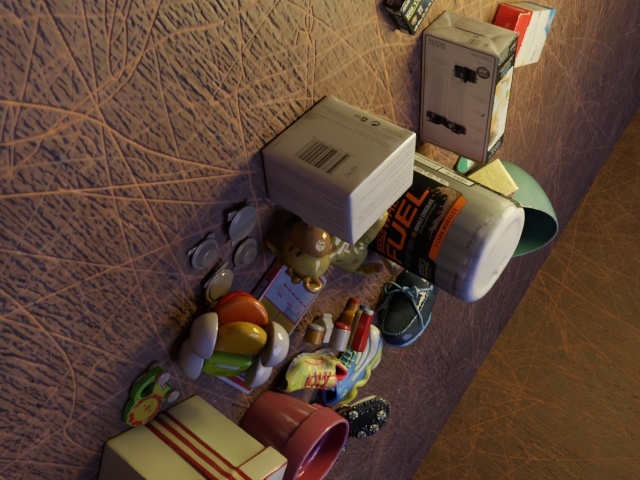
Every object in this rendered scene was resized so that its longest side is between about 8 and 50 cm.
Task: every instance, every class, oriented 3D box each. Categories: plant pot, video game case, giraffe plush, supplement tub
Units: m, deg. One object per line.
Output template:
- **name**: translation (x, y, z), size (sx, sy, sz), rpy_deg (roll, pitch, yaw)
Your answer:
- **plant pot**: translation (-0.067, 0.424, 1.541), size (0.201, 0.180, 0.201), rpy_deg (-42, 149, -33)
- **video game case**: translation (-0.101, 0.155, 1.387), size (0.285, 0.025, 0.204), rpy_deg (-55, 154, -11)
- **giraffe plush**: translation (0.000, 0.000, 1.264), size (0.170, 0.181, 0.210), rpy_deg (-22, 119, -35)
- **supplement tub**: translation (0.190, -0.047, 1.344), size (0.207, 0.338, 0.207), rpy_deg (-41, 148, -33)
- **plant pot**: translation (0.480, -0.100, 1.933), size (0.290, 0.290, 0.195), rpy_deg (67, 21, -58)

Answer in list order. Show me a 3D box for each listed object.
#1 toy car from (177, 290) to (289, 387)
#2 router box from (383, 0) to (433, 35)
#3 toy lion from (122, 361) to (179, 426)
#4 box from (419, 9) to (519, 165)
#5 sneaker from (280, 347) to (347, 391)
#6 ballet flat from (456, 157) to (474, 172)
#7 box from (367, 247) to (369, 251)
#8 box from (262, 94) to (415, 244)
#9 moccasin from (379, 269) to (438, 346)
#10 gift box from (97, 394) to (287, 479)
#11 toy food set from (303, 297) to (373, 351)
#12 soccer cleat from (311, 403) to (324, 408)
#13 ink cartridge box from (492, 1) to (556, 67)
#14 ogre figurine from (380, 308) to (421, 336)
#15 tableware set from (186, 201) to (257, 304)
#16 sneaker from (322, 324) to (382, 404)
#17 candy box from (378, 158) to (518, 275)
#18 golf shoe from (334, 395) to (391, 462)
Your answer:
- **toy car**: translation (-0.147, 0.158, 1.195), size (0.182, 0.159, 0.136), rpy_deg (124, -29, -47)
- **router box**: translation (0.167, -0.437, 1.250), size (0.122, 0.038, 0.092), rpy_deg (-61, 153, 1)
- **toy lion**: translation (-0.284, 0.259, 1.166), size (0.096, 0.034, 0.100), rpy_deg (-38, 147, -24)
- **box**: translation (0.299, -0.309, 1.473), size (0.087, 0.169, 0.290), rpy_deg (-48, 150, -29)
- **sneaker**: translation (-0.008, 0.305, 1.625), size (0.208, 0.094, 0.081), rpy_deg (-14, 130, -54)
- **ballet flat**: translation (0.391, -0.226, 1.865), size (0.114, 0.041, 0.041), rpy_deg (-61, 154, 4)
- **box**: translation (0.090, 0.003, 1.579), size (0.067, 0.018, 0.083), rpy_deg (-63, 154, 5)
- **box**: translation (0.032, -0.119, 1.170), size (0.182, 0.181, 0.119), rpy_deg (-45, 150, -30)
- **moccasin**: translation (0.234, 0.123, 1.859), size (0.342, 0.137, 0.117), rpy_deg (-61, 142, -41)
- **gift box**: translation (-0.231, 0.466, 1.207), size (0.276, 0.258, 0.255), rpy_deg (-26, 137, -50)
- **toy food set**: translation (0.053, 0.185, 1.602), size (0.232, 0.111, 0.105), rpy_deg (15, 91, -62)
- **soccer cleat**: translation (-0.083, 0.546, 1.742), size (0.116, 0.143, 0.331), rpy_deg (52, 45, -34)
- **ink cartridge box**: translation (0.461, -0.485, 1.678), size (0.231, 0.078, 0.134), rpy_deg (-25, 136, -50)
- **ogre figurine**: translation (0.240, 0.208, 1.978), size (0.197, 0.096, 0.118), rpy_deg (-49, 137, -55)
- **tableware set**: translation (-0.151, 0.022, 1.170), size (0.141, 0.020, 0.169), rpy_deg (-44, 151, -28)
- **sneaker**: translation (0.074, 0.326, 1.795), size (0.126, 0.091, 0.240), rpy_deg (-13, 128, -56)
- **candy box**: translation (0.272, -0.046, 1.589), size (0.316, 0.088, 0.183), rpy_deg (-32, 168, 0)
- **golf shoe**: translation (0.075, 0.464, 1.858), size (0.273, 0.105, 0.120), rpy_deg (-43, -161, 29)
